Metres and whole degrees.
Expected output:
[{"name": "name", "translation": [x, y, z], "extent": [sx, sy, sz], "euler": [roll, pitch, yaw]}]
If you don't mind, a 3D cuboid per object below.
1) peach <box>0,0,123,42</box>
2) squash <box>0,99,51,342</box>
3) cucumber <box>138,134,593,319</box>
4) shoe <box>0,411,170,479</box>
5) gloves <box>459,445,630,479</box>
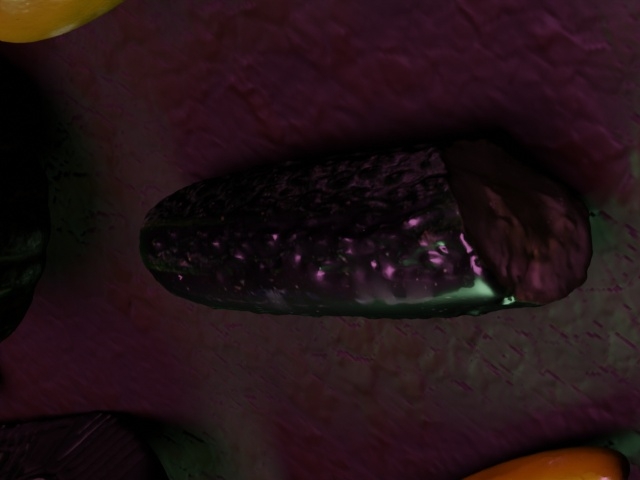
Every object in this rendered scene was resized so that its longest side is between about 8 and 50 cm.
[{"name": "peach", "translation": [-0.118, -0.150, 0.663], "extent": [0.138, 0.138, 0.138], "euler": [24, 133, 29]}, {"name": "squash", "translation": [-0.228, -0.010, 0.851], "extent": [0.193, 0.156, 0.193], "euler": [37, 135, 48]}, {"name": "cucumber", "translation": [0.001, 0.000, 0.702], "extent": [0.241, 0.074, 0.074], "euler": [-4, 116, 46]}, {"name": "shoe", "translation": [-0.160, 0.193, 0.978], "extent": [0.293, 0.109, 0.149], "euler": [-4, 119, 48]}, {"name": "gloves", "translation": [0.073, 0.176, 0.752], "extent": [0.294, 0.116, 0.133], "euler": [-19, 112, 42]}]
